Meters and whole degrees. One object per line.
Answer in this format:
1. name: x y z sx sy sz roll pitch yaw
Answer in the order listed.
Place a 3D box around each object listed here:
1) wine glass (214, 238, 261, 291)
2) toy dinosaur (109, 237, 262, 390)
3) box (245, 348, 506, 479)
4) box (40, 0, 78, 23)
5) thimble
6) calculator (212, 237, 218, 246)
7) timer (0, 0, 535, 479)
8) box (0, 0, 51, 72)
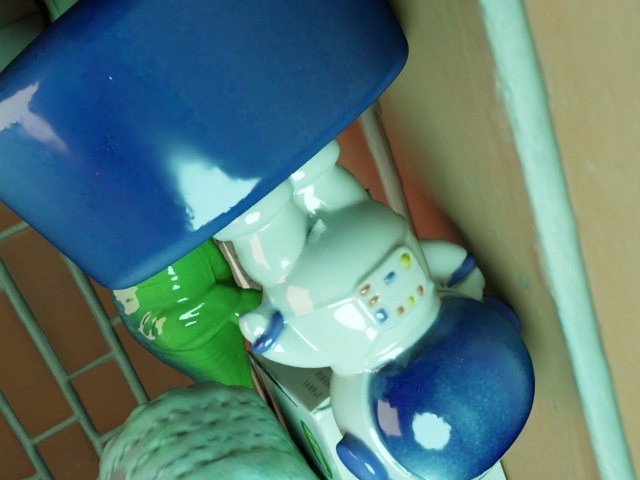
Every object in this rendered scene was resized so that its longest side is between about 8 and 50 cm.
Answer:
1. wine glass: -0.060 0.094 1.223 0.262 0.074 0.074 61 165 7
2. toy dinosaur: -0.205 0.116 1.067 0.144 0.375 0.500 -147 69 -64
3. box: 0.074 0.227 0.859 0.173 0.145 0.332 31 146 66
4. box: -0.161 -0.194 0.852 0.290 0.166 0.220 65 165 -11
5. thimble: -0.084 0.234 0.797 0.211 0.185 0.149 30 -169 -40
6. calculator: -0.153 -0.015 1.388 0.302 0.042 0.188 48 159 43
7. timer: 0.000 0.000 0.591 0.383 0.270 0.270 51 167 -11
8. box: -0.324 -0.203 0.761 0.252 0.153 0.188 60 163 17
